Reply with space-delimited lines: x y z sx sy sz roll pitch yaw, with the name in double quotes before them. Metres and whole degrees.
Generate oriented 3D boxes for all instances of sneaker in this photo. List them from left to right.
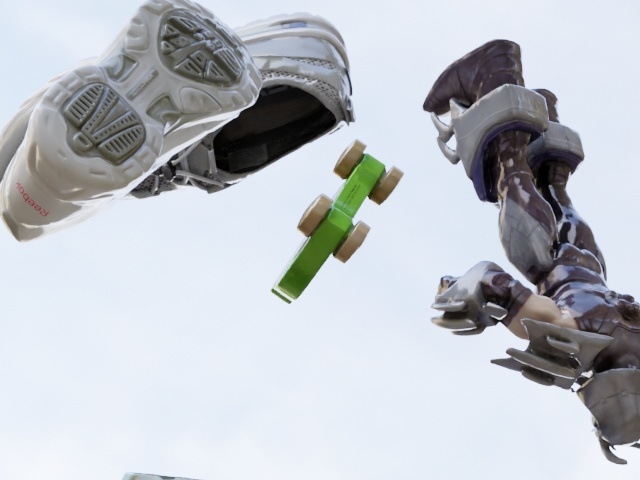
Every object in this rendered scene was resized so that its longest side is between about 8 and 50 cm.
"sneaker" -0.125 -0.072 1.192 0.090 0.232 0.115 51 -52 1
"sneaker" -0.107 -0.081 1.405 0.115 0.281 0.105 -113 180 -55

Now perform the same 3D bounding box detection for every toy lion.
"toy lion" 0.000 0.000 1.027 0.034 0.100 0.096 35 -56 -2

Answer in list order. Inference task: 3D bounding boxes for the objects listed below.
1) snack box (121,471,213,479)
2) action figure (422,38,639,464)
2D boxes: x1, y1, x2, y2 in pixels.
"snack box" 0.037 0.221 1.188 0.322 0.060 0.187 0 -36 38
"action figure" 0.143 0.018 1.171 0.185 0.285 0.099 24 -53 -38
